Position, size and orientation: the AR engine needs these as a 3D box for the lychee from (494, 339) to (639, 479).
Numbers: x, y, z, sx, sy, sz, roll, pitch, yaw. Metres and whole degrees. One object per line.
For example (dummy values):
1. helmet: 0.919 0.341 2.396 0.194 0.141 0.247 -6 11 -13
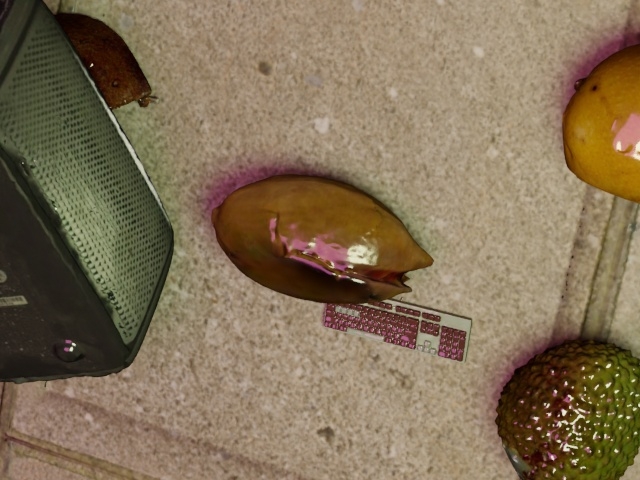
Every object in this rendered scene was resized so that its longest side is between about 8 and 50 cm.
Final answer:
1. lychee: 0.264 0.177 1.875 0.171 0.171 0.171 5 104 20

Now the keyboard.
1. keyboard: 0.082 0.089 1.996 0.166 0.017 0.055 14 106 18

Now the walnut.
1. walnut: 0.000 0.000 1.949 0.245 0.137 0.137 13 106 18

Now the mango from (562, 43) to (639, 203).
1. mango: 0.355 -0.105 1.783 0.236 0.136 0.166 19 105 11

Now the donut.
1. donut: -0.312 -0.174 2.052 0.217 0.085 0.141 -21 94 26

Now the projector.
1. projector: -0.410 -0.037 1.952 0.395 0.242 0.405 -6 134 21
